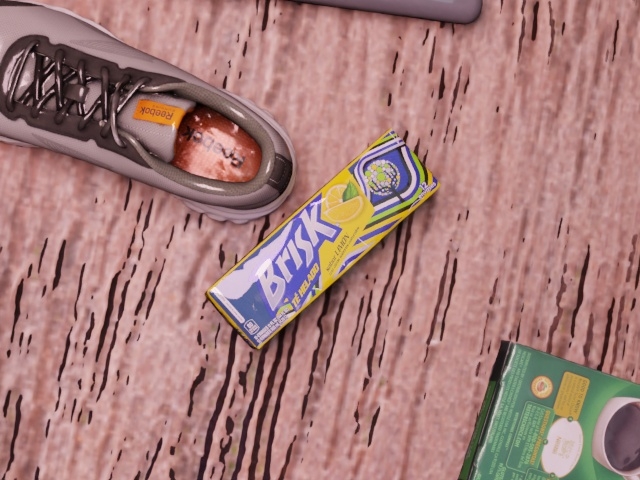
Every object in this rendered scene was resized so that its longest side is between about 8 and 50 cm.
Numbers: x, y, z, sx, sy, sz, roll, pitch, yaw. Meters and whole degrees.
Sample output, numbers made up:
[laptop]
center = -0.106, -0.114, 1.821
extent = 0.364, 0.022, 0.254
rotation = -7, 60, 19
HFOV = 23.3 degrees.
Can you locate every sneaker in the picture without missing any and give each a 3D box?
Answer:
[sneaker]
center = -0.139, -0.093, 1.025
extent = 0.271, 0.108, 0.100
rotation = 20, 87, -5

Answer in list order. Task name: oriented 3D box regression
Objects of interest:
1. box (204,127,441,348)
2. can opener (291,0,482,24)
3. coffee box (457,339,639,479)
[box]
center = 0.000, 0.000, 1.063
extent = 0.169, 0.059, 0.054
rotation = -42, 91, -7
[can opener]
center = -0.020, -0.195, 1.056
extent = 0.280, 0.093, 0.074
rotation = 7, 98, -12
[coffee box]
center = 0.199, 0.151, 1.093
extent = 0.184, 0.040, 0.113
rotation = 18, 86, -6
